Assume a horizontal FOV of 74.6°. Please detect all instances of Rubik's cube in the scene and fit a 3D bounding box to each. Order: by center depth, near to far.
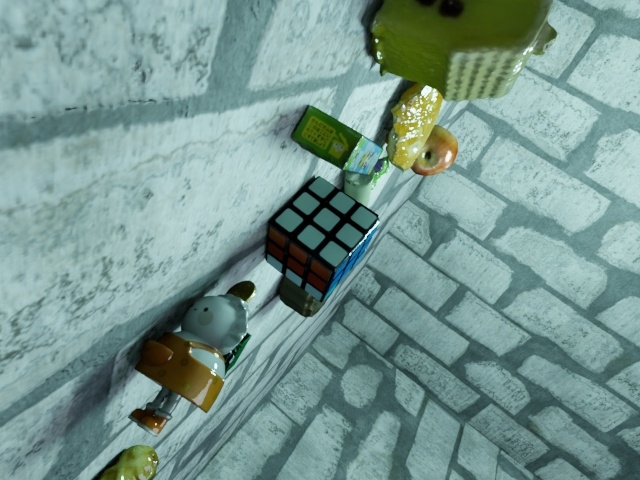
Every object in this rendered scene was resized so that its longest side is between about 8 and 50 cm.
[{"bbox_3d":[0.000,0.000,0.848,0.162,0.163,0.161,-49,168,-29],"label":"Rubik's cube"}]

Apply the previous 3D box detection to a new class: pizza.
[{"bbox_3d":[0.229,-0.304,1.051,0.182,0.074,0.366,-33,154,-21],"label":"pizza"}]

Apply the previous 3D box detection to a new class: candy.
[{"bbox_3d":[0.036,-0.159,0.694,0.062,0.097,0.194,-60,168,15],"label":"candy"}]

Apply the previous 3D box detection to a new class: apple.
[{"bbox_3d":[0.394,-0.324,1.488,0.199,0.199,0.199,-51,168,-15],"label":"apple"}]

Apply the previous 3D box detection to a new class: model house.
[{"bbox_3d":[0.212,-0.303,0.628,0.175,0.234,0.193,-55,167,5],"label":"model house"}]

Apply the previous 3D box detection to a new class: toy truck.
[{"bbox_3d":[-0.228,0.270,0.964,0.147,0.065,0.079,-59,171,19],"label":"toy truck"}]

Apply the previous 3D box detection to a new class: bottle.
[{"bbox_3d":[0.094,-0.130,1.075,0.072,0.072,0.201,-51,169,-12],"label":"bottle"}]

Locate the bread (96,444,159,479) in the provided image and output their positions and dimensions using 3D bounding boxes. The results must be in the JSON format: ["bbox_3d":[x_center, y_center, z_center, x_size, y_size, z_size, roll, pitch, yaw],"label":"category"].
[{"bbox_3d":[-0.434,0.522,0.823,0.087,0.098,0.269,-6,-153,42],"label":"bread"}]

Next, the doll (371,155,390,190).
[{"bbox_3d":[0.145,-0.169,1.222,0.190,0.050,0.115,-56,162,16],"label":"doll"}]

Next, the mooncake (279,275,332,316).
[{"bbox_3d":[-0.016,0.109,1.206,0.228,0.124,0.228,-51,167,-17],"label":"mooncake"}]

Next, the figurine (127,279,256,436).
[{"bbox_3d":[-0.189,0.176,0.673,0.271,0.143,0.143,-43,165,-38],"label":"figurine"}]
